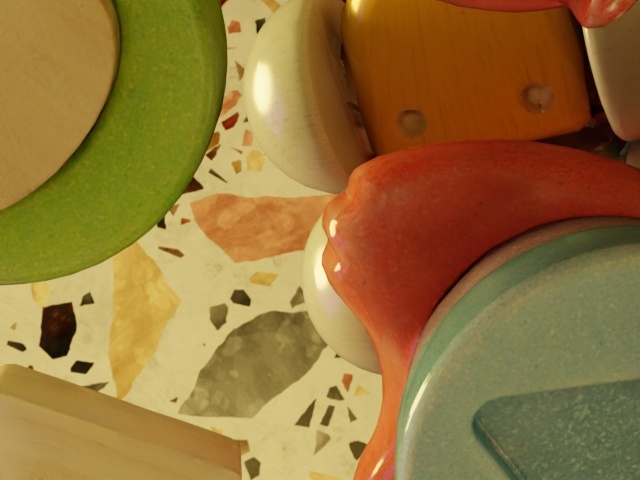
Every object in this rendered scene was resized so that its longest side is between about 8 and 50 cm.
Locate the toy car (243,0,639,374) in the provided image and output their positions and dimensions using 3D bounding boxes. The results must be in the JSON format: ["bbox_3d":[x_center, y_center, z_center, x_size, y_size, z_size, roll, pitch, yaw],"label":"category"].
[{"bbox_3d":[0.070,-0.039,0.510,0.136,0.159,0.182,-59,-44,-61],"label":"toy car"}]

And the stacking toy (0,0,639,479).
[{"bbox_3d":[0.000,0.000,0.358,0.130,0.280,0.308,-102,-5,-69],"label":"stacking toy"}]

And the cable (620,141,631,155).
[{"bbox_3d":[0.128,-0.073,0.615,0.184,0.047,0.150,33,-137,-80],"label":"cable"}]
